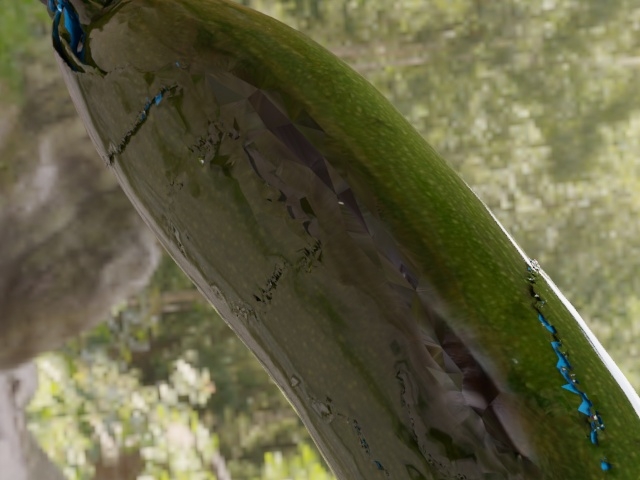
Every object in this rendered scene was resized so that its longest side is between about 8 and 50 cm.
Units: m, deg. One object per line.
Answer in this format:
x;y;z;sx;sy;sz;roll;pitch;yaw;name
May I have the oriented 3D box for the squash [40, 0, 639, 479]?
0.001;0.001;0.452;0.331;0.087;0.087;49;-20;35;squash
